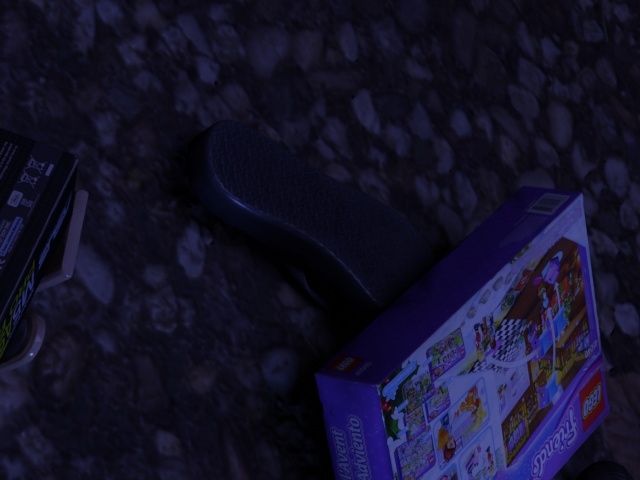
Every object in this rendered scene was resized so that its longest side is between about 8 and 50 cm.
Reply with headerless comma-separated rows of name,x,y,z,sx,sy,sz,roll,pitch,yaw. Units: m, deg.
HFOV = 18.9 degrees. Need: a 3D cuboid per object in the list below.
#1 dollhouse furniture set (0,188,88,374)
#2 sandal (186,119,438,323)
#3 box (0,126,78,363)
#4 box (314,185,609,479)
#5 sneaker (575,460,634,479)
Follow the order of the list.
dollhouse furniture set,-0.241,0.023,1.114,0.151,0.123,0.144,27,58,-34
sandal,0.000,-0.001,1.407,0.254,0.054,0.097,37,43,-24
box,-0.279,0.033,1.040,0.216,0.060,0.270,19,57,2
box,0.113,0.113,1.411,0.293,0.057,0.201,-39,127,-44
sneaker,0.175,0.244,1.460,0.106,0.078,0.234,48,50,-23
